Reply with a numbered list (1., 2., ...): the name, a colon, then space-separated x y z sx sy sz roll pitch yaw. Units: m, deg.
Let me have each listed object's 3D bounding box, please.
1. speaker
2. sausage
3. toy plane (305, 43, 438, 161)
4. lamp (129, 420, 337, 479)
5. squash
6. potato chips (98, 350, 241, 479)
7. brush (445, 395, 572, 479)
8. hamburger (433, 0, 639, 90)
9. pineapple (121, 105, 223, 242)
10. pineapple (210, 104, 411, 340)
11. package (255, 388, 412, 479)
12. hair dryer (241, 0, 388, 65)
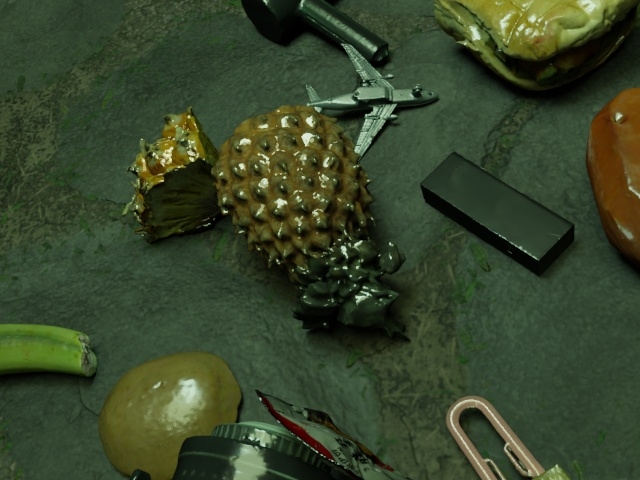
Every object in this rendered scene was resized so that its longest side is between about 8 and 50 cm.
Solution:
1. speaker: 0.252 -0.043 1.120 0.082 0.044 0.218 -44 57 -14
2. sausage: 0.440 -0.080 1.029 0.153 0.141 0.268 -7 56 12
3. toy plane: 0.081 -0.233 1.291 0.226 0.058 0.225 -7 71 13
4. lamp: -0.080 0.343 0.857 0.374 0.205 0.272 20 68 39
5. squash: -0.455 0.168 1.174 0.250 0.083 0.083 -1 57 12
6. potato chips: -0.216 0.231 1.068 0.208 0.062 0.195 5 61 17
7. brush: 0.228 0.280 0.911 0.103 0.047 0.233 -31 53 -5
8. hamburger: 0.356 -0.335 1.214 0.330 0.162 0.209 -11 57 7
9. pineapple: -0.213 -0.092 1.229 0.186 0.236 0.114 6 50 -26
10. pineapple: -0.001 0.000 1.087 0.223 0.223 0.357 -27 72 -2
11. package: 0.024 0.236 0.884 0.154 0.239 0.030 30 86 30
12. hair dryer: 0.040 -0.436 1.426 0.244 0.116 0.302 -43 67 -14
